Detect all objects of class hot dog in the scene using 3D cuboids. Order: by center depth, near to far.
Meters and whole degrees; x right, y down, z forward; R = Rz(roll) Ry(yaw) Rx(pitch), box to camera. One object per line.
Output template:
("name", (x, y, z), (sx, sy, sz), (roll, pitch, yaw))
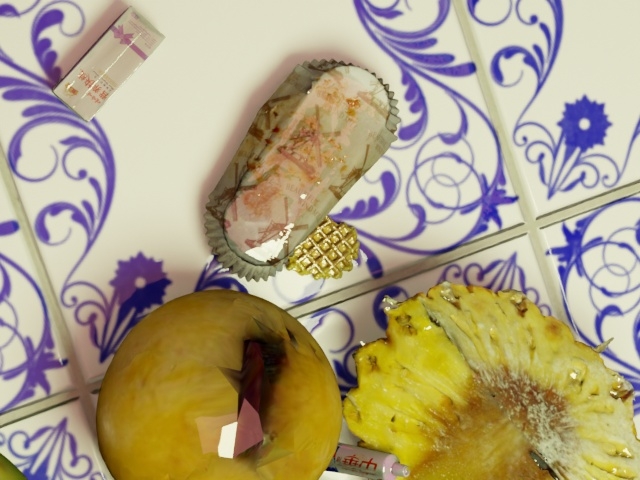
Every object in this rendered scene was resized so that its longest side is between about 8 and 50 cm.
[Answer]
("hot dog", (-0.022, -0.074, 1.550), (0.131, 0.069, 0.252), (36, 83, -5))

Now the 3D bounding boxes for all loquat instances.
("loquat", (-0.097, 0.160, 1.471), (0.235, 0.235, 0.235), (0, 93, -11))

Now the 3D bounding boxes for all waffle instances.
("waffle", (0.000, 0.002, 1.588), (0.085, 0.016, 0.078), (20, 89, -10))

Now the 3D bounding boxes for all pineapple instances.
("pineapple", (0.168, 0.205, 1.574), (0.344, 0.286, 0.209), (51, 44, 6))

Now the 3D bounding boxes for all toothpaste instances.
("toothpaste", (0.019, 0.217, 1.541), (0.028, 0.170, 0.045), (-9, 100, -49))

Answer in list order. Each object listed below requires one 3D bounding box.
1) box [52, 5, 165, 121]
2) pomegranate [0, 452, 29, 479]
("box", (-0.211, -0.175, 1.530), (0.050, 0.036, 0.117), (44, 86, -10))
("pomegranate", (-0.399, 0.315, 1.442), (0.310, 0.216, 0.358), (30, 117, -8))
